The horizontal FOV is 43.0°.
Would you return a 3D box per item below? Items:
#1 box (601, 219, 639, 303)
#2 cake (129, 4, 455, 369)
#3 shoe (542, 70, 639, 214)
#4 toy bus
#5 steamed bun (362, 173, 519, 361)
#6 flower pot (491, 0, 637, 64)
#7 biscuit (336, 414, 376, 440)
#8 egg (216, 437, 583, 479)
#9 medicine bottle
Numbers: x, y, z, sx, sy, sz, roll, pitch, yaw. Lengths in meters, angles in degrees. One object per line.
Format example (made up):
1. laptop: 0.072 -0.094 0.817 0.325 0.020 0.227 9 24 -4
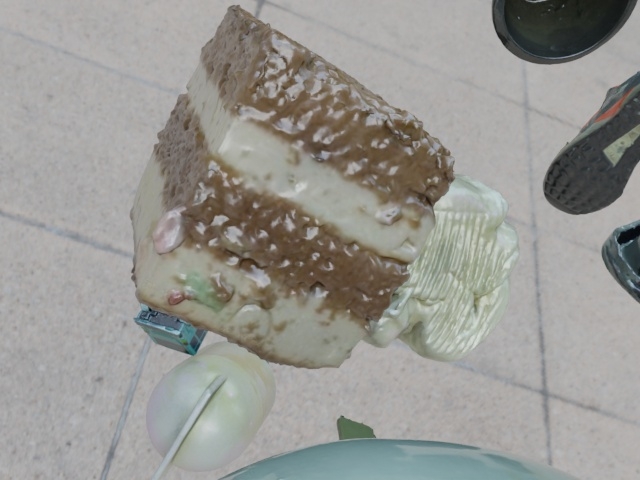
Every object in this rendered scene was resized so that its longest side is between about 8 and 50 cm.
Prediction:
1. box: 0.301 0.000 0.484 0.243 0.135 0.163 -12 55 -48
2. cake: -0.046 -0.058 0.861 0.256 0.290 0.282 29 14 -24
3. shoe: 0.507 -0.192 1.397 0.132 0.336 0.171 30 46 -7
4. toy bus: -0.283 0.111 1.790 0.128 0.147 0.256 14 60 22
5. steamed bun: 0.175 0.036 1.499 0.352 0.339 0.247 4 12 -25
6. flower pot: 0.427 -0.476 1.486 0.269 0.269 0.166 12 39 -17
7. biscuit: 0.092 0.486 1.739 0.099 0.038 0.322 19 19 -13
8. egg: 0.054 0.234 0.486 0.371 0.230 0.229 1 52 -19
9. medicine bottle: -0.245 0.367 1.762 0.236 0.235 0.406 35 7 5
